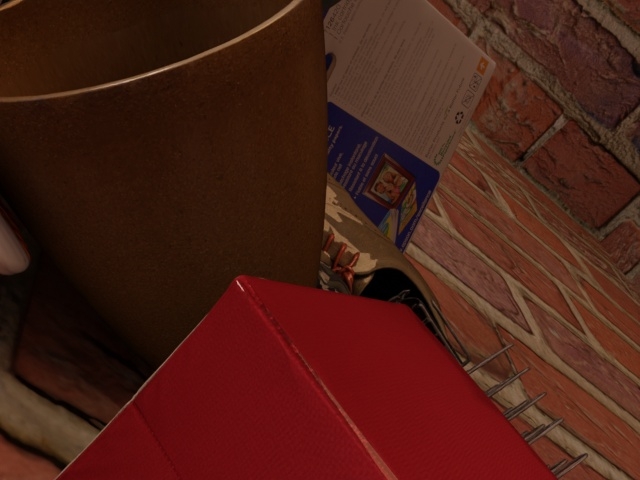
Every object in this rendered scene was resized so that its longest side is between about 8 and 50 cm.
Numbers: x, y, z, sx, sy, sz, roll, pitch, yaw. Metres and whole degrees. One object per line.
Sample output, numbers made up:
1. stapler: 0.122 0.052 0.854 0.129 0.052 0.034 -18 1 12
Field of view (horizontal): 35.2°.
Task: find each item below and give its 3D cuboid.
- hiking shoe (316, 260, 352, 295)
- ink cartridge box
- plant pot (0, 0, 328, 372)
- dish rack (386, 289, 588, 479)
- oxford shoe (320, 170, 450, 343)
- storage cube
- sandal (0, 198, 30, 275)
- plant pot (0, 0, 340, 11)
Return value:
1. hiking shoe: -0.061 0.043 0.863 0.227 0.086 0.114 41 34 -5
2. ink cartridge box: 0.041 -0.130 1.113 0.072 0.303 0.307 28 2 42
3. plant pot: -0.088 -0.034 0.663 0.237 0.237 0.254 -107 -179 -59
4. dish rack: 0.138 0.159 0.823 0.271 0.074 0.208 57 -19 10
5. oxford shoe: 0.000 0.000 0.954 0.348 0.123 0.130 36 2 -23
6. storage cube: 0.004 0.155 0.530 0.193 0.183 0.215 51 18 26
7. sandal: -0.238 -0.023 0.608 0.102 0.076 0.265 60 -11 -21
8. plant pot: -0.159 -0.277 0.771 0.252 0.248 0.247 36 26 -60
